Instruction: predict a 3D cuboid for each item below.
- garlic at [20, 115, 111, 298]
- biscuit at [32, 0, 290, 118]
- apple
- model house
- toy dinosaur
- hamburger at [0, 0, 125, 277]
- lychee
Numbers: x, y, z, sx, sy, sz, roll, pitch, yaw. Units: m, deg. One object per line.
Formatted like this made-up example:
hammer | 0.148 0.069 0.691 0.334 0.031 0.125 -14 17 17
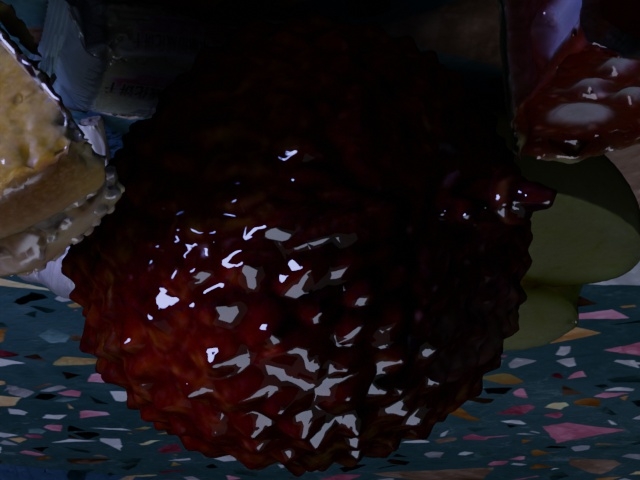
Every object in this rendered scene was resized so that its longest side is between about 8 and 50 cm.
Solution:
garlic | -0.251 -0.044 1.835 0.219 0.218 0.212 4 123 -10
biscuit | -0.133 -0.174 1.614 0.309 0.079 0.186 5 156 -16
apple | 0.155 0.002 1.792 0.360 0.320 0.311 12 -166 -14
model house | 0.239 -0.190 1.432 0.160 0.196 0.254 5 158 -17
toy dinosaur | -0.121 -0.269 1.386 0.327 0.113 0.207 29 171 -32
hamburger | -0.386 -0.108 1.287 0.287 0.445 0.268 -43 165 -9
lychee | 0.000 0.000 1.438 0.500 0.424 0.425 -19 152 36
